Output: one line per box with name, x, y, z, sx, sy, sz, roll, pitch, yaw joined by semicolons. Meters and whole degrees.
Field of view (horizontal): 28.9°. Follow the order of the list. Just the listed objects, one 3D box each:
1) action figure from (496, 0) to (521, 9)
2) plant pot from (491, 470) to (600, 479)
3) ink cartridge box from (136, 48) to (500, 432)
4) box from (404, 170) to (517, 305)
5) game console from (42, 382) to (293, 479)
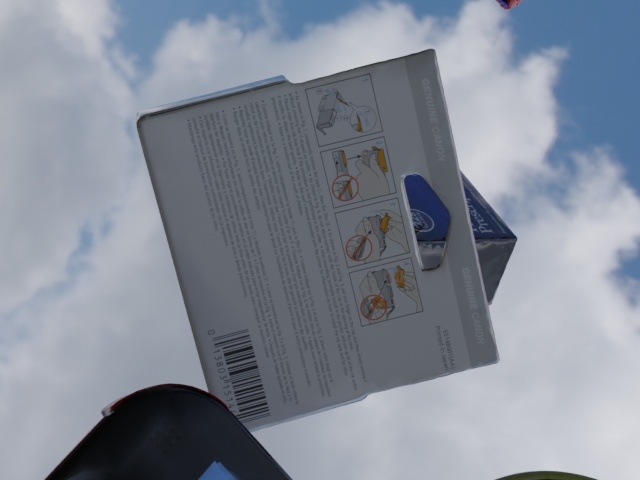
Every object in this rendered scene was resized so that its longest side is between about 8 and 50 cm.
action figure;0.201;-0.278;1.348;0.038;0.115;0.030;-37;-112;9
plant pot;0.218;0.348;1.246;0.274;0.293;0.275;0;-92;6
ink cartridge box;0.000;0.000;1.100;0.066;0.261;0.296;-121;-163;-75
box;0.070;-0.039;1.396;0.261;0.184;0.103;56;-39;44
game console;-0.098;0.332;0.873;0.342;0.386;0.060;-49;-162;-27
